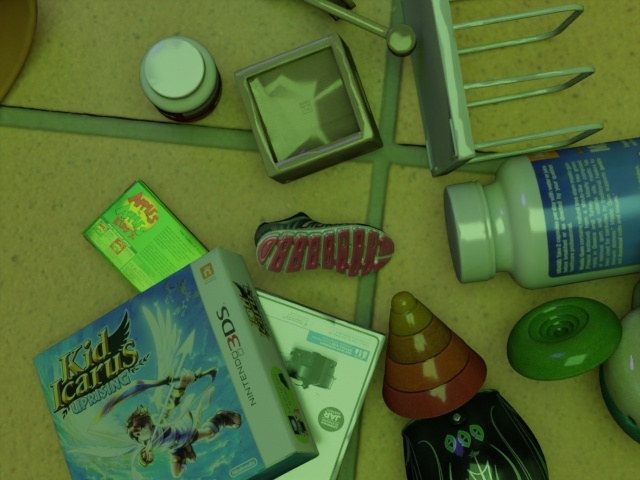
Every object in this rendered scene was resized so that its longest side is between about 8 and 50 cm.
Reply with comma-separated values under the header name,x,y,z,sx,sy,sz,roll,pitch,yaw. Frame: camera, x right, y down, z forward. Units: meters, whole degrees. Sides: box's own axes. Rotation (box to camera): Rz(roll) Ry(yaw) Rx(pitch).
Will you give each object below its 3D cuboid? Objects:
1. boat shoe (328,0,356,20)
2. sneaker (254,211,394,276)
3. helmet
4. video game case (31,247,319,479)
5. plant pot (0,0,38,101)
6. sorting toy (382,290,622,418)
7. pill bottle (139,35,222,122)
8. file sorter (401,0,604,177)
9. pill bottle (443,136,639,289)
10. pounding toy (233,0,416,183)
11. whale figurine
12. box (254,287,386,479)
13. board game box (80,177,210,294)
name,x,y,z,sx,sy,sz,roll,pitch,yaw
boat shoe,-0.052,-0.319,1.643,0.207,0.073,0.073,44,90,9
sneaker,0.000,0.000,1.633,0.170,0.075,0.063,-1,114,-20
helmet,0.174,0.261,1.582,0.169,0.169,0.161,-22,71,-1
video game case,-0.163,0.177,1.546,0.269,0.061,0.244,-31,66,19
plant pot,-0.484,-0.237,1.549,0.203,0.291,0.291,39,88,18
sorting toy,0.221,0.072,1.526,0.365,0.127,0.126,-18,118,11
pill bottle,-0.156,-0.181,1.594,0.086,0.152,0.086,0,87,0
file sorter,0.195,-0.227,1.580,0.173,0.193,0.278,-9,88,-4
pill bottle,0.280,-0.028,1.590,0.272,0.152,0.152,-8,88,-1
pounding toy,0.016,-0.186,1.618,0.206,0.094,0.181,-20,83,8
whale figurine,0.432,0.130,1.609,0.272,0.141,0.216,-38,69,-24
box,-0.049,0.214,1.600,0.169,0.087,0.290,21,89,1
board game box,-0.177,0.026,1.640,0.092,0.043,0.181,-44,89,-2
